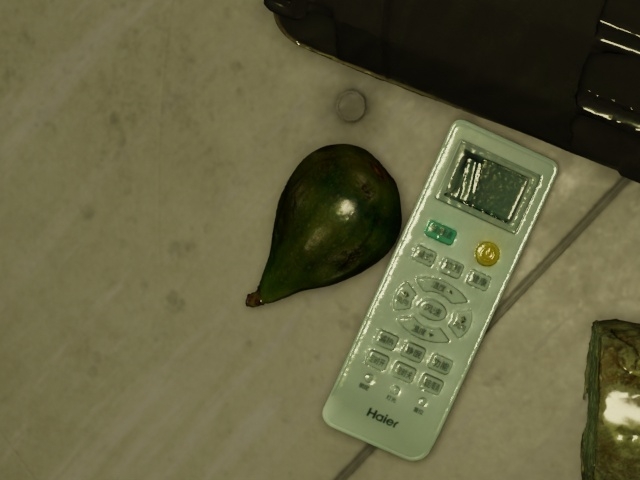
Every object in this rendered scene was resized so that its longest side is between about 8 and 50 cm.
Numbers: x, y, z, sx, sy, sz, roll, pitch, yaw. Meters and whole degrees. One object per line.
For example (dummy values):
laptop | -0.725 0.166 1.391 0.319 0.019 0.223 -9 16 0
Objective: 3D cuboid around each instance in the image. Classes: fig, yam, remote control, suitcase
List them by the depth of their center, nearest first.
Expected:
suitcase | 0.167 -0.225 1.535 0.434 0.283 0.194 21 57 11
yam | 0.361 0.159 1.578 0.304 0.168 0.168 6 93 13
fig | 0.000 0.000 1.676 0.117 0.117 0.177 38 117 8
remote control | 0.102 0.045 1.677 0.103 0.051 0.293 24 95 -5
